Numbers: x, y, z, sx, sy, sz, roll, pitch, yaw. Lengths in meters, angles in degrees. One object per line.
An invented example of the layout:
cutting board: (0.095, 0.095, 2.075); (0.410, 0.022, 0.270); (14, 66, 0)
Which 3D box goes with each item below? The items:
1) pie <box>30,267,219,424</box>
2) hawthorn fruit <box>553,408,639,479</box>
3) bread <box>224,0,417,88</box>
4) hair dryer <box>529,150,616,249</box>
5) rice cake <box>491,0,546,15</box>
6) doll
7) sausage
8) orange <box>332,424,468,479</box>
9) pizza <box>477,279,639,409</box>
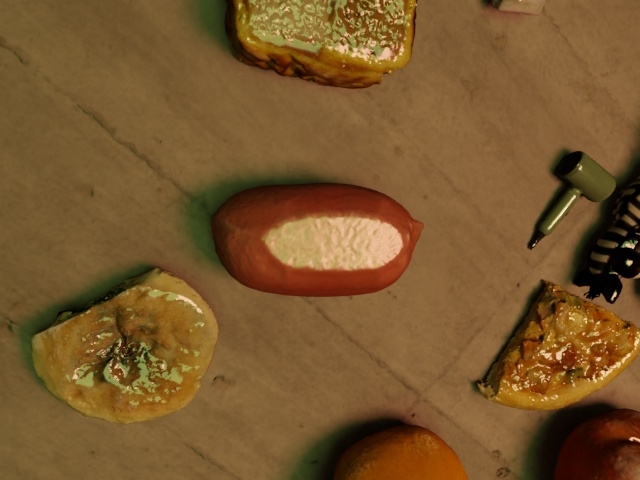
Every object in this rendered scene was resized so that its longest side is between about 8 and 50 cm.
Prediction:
pie: (-0.227, 0.139, 0.672); (0.218, 0.052, 0.185); (-31, 112, -4)
hawthorn fruit: (0.452, 0.375, 0.792); (0.235, 0.231, 0.263); (37, 91, 9)
bread: (-0.002, -0.273, 0.620); (0.222, 0.096, 0.182); (4, 98, -14)
hair dryer: (0.344, -0.049, 0.782); (0.071, 0.047, 0.150); (32, 103, -15)
rice cake: (0.282, -0.461, 0.667); (0.072, 0.056, 0.366); (11, 99, -10)
doll: (0.441, -0.009, 0.782); (0.067, 0.091, 0.220); (26, 96, -15)
sausage: (0.000, 0.000, 0.656); (0.254, 0.148, 0.148); (-3, 102, -16)
orange: (0.108, 0.385, 0.734); (0.248, 0.183, 0.249); (-3, 101, -15)
pizza: (0.367, 0.154, 0.814); (0.291, 0.058, 0.197); (-14, 103, -10)
